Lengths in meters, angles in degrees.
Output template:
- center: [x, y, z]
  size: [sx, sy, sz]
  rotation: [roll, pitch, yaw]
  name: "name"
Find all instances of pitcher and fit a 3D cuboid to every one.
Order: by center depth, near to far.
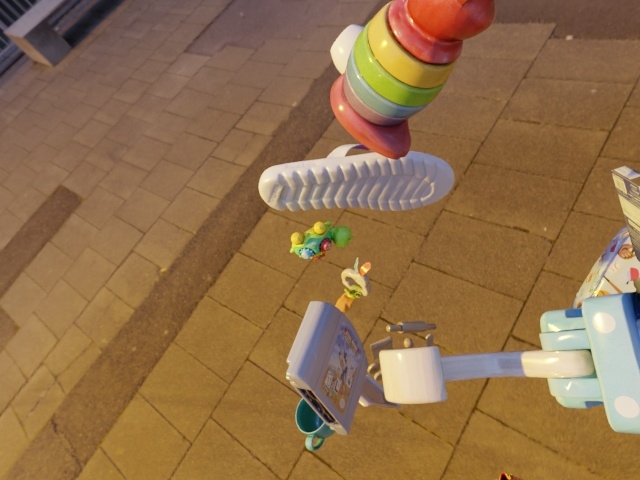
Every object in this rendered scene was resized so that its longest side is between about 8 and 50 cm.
- center: [0.111, -0.430, 1.104]
  size: [0.178, 0.207, 0.125]
  rotation: [-45, 5, 18]
  name: "pitcher"

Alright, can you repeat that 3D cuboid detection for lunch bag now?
- center: [0.780, 0.131, 1.017]
  size: [0.243, 0.115, 0.303]
  rotation: [26, 110, 19]
  name: "lunch bag"

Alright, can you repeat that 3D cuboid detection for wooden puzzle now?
- center: [0.181, 0.606, 1.710]
  size: [0.221, 0.239, 0.044]
  rotation: [29, 95, 47]
  name: "wooden puzzle"

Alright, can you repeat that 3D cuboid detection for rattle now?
- center: [0.104, 0.161, 1.494]
  size: [0.143, 0.199, 0.130]
  rotation: [-28, 75, -19]
  name: "rattle"

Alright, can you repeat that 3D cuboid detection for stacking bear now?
- center: [0.140, -0.282, 0.627]
  size: [0.289, 0.164, 0.175]
  rotation: [135, 153, -60]
  name: "stacking bear"

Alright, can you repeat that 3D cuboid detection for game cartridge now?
- center: [0.029, 0.275, 0.933]
  size: [0.062, 0.297, 0.198]
  rotation: [3, 50, 31]
  name: "game cartridge"

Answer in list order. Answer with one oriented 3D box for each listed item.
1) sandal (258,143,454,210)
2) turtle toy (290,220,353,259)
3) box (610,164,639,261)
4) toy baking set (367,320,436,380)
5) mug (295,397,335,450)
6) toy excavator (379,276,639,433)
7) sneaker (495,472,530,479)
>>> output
- center: [0.078, -0.147, 0.906]
  size: [0.417, 0.169, 0.102]
  rotation: [-2, 57, -4]
  name: "sandal"
- center: [0.000, 0.000, 0.861]
  size: [0.130, 0.095, 0.066]
  rotation: [-24, 87, 1]
  name: "turtle toy"
- center: [0.662, -0.033, 0.865]
  size: [0.037, 0.225, 0.136]
  rotation: [-20, 17, 20]
  name: "box"
- center: [0.227, 0.292, 1.142]
  size: [0.030, 0.257, 0.196]
  rotation: [54, 135, 48]
  name: "toy baking set"
- center: [-0.006, 0.563, 1.337]
  size: [0.130, 0.097, 0.157]
  rotation: [25, 76, 50]
  name: "mug"
- center: [0.380, 0.189, 0.660]
  size: [0.445, 0.433, 0.222]
  rotation: [-23, 69, 47]
  name: "toy excavator"
- center: [0.509, 0.638, 1.108]
  size: [0.064, 0.175, 0.067]
  rotation: [-43, 46, 34]
  name: "sneaker"
